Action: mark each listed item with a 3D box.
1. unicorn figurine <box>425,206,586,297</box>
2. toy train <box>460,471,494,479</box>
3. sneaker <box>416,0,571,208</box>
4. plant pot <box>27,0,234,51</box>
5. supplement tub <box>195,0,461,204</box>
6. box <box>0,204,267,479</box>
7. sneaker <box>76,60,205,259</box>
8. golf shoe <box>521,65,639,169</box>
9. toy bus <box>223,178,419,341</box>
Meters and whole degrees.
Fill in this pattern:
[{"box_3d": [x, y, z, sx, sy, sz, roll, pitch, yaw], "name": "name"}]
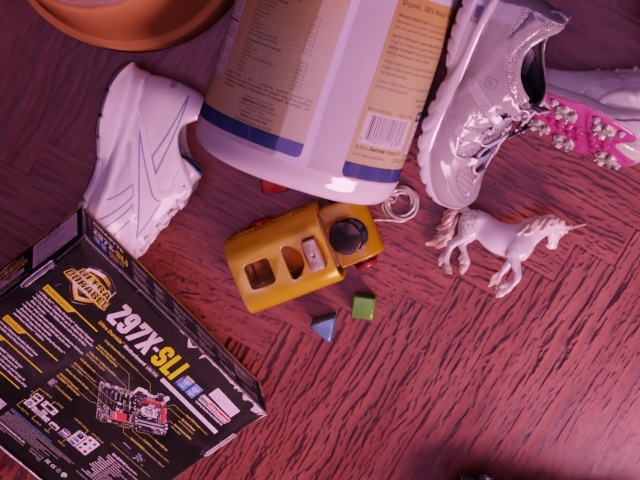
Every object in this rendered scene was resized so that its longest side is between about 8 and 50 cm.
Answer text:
[{"box_3d": [0.208, 0.004, 1.457, 0.162, 0.060, 0.111, 23, 102, 1], "name": "unicorn figurine"}, {"box_3d": [0.277, 0.390, 1.490, 0.334, 0.142, 0.190, 15, 89, 5], "name": "toy train"}, {"box_3d": [0.181, -0.138, 1.353, 0.115, 0.105, 0.281, 27, 133, 19], "name": "sneaker"}, {"box_3d": [-0.221, -0.342, 1.366, 0.291, 0.203, 0.291, 1, 101, 5], "name": "plant pot"}, {"box_3d": [0.017, -0.218, 1.352, 0.228, 0.228, 0.316, 19, 101, 2], "name": "supplement tub"}, {"box_3d": [-0.259, 0.154, 1.464, 0.257, 0.079, 0.322, -37, 118, 9], "name": "box"}, {"box_3d": [-0.208, -0.049, 1.469, 0.129, 0.111, 0.297, 14, 102, -3], "name": "sneaker"}, {"box_3d": [0.361, -0.146, 1.406, 0.306, 0.115, 0.140, 19, 72, 7], "name": "golf shoe"}, {"box_3d": [-0.009, 0.009, 1.458, 0.191, 0.104, 0.202, 22, 102, 1], "name": "toy bus"}]
